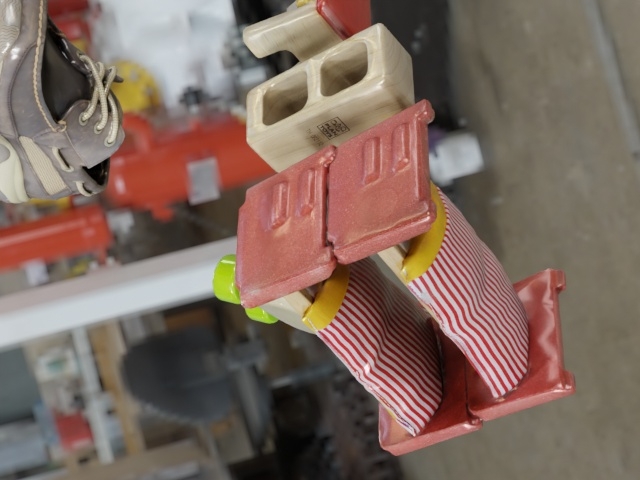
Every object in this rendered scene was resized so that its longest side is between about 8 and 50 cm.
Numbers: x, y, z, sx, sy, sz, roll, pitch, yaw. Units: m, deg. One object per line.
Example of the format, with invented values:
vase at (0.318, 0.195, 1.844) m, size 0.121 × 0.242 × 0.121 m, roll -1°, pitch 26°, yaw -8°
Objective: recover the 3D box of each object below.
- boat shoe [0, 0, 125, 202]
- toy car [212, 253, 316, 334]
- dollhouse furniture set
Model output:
boat shoe at (-0.242, -0.134, 1.663) m, size 0.355 × 0.130 × 0.132 m, roll 108°, pitch 164°, yaw -73°
toy car at (0.000, 0.000, 1.941) m, size 0.149 × 0.155 × 0.188 m, roll 38°, pitch -113°, yaw -59°
dollhouse furniture set at (0.059, -0.058, 1.326) m, size 0.201 × 0.152 × 0.374 m, roll 47°, pitch -151°, yaw -37°
